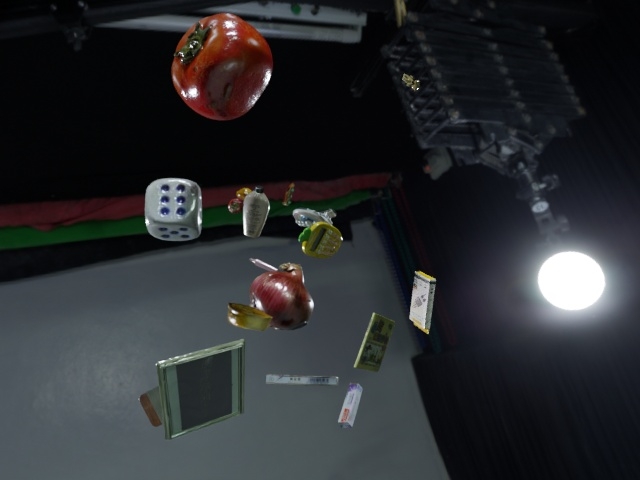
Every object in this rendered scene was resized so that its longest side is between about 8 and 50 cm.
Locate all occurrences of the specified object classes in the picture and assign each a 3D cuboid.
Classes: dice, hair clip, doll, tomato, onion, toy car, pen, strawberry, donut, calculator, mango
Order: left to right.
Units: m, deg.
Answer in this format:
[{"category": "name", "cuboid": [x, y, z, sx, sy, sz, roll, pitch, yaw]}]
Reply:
[{"category": "dice", "cuboid": [-0.551, -0.114, 1.688, 0.194, 0.193, 0.191, 1, -23, -10]}, {"category": "tomato", "cuboid": [-0.320, -0.561, 1.454, 0.325, 0.293, 0.290, -53, -32, 10]}, {"category": "strawberry", "cuboid": [-0.389, -0.159, 2.047, 0.074, 0.073, 0.083, -12, 13, -13]}, {"category": "mango", "cuboid": [-0.414, -0.250, 2.418, 0.115, 0.060, 0.080, 2, -23, 41]}, {"category": "donut", "cuboid": [-0.283, 0.308, 1.759, 0.190, 0.074, 0.174, 15, -5, 40]}, {"category": "pen", "cuboid": [-0.341, 0.147, 2.658, 0.198, 0.032, 0.053, 23, -21, 14]}, {"category": "onion", "cuboid": [-0.199, 0.308, 2.242, 0.354, 0.353, 0.353, -15, -15, -4]}, {"category": "toy car", "cuboid": [-0.161, -0.237, 2.290, 0.035, 0.121, 0.059, 11, 15, -17]}, {"category": "hair clip", "cuboid": [-0.035, -0.103, 1.913, 0.220, 0.054, 0.140, 4, -25, 34]}, {"category": "calculator", "cuboid": [0.000, 0.000, 1.753, 0.235, 0.032, 0.146, 22, -81, -48]}, {"category": "doll", "cuboid": [0.436, -0.764, 2.156, 0.093, 0.061, 0.051, 21, -22, 1]}]

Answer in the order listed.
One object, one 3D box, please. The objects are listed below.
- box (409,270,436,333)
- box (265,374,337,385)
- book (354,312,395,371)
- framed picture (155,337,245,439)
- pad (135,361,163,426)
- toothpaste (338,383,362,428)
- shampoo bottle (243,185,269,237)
[{"category": "box", "cuboid": [0.434, 0.265, 1.908, 0.033, 0.246, 0.129, 1, 10, -19]}, {"category": "box", "cuboid": [-0.082, 0.654, 2.083, 0.326, 0.047, 0.180, 1, -17, 5]}, {"category": "book", "cuboid": [0.189, 0.355, 1.538, 0.013, 0.192, 0.168, 15, -10, 38]}, {"category": "framed picture", "cuboid": [-0.311, 0.406, 1.201, 0.231, 0.018, 0.292, -11, -57, -26]}, {"category": "pad", "cuboid": [-0.758, 0.676, 2.014, 0.250, 0.323, 0.055, -31, 14, 18]}, {"category": "toothpaste", "cuboid": [0.120, 0.649, 1.760, 0.047, 0.040, 0.196, -15, 23, 26]}, {"category": "shampoo bottle", "cuboid": [-0.315, -0.143, 2.158, 0.127, 0.256, 0.078, 17, 27, 4]}]
